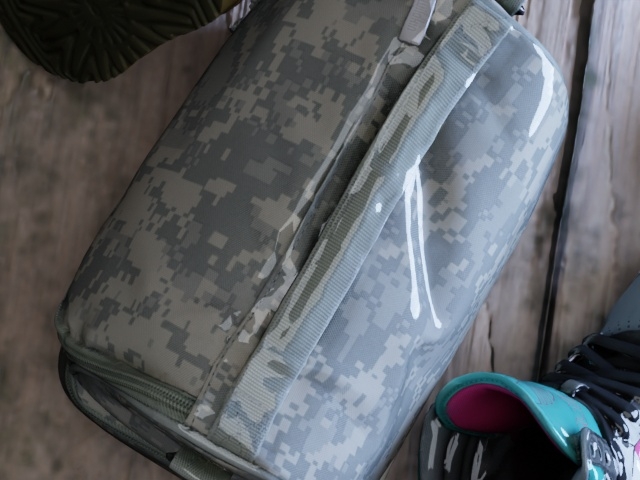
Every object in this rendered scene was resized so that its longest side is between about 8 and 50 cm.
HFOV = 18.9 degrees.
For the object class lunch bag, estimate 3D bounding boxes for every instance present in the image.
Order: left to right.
[{"bbox_3d":[0.000,0.000,1.059,0.212,0.256,0.305,32,80,-6],"label":"lunch bag"}]

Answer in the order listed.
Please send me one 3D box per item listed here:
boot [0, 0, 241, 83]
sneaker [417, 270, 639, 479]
[{"bbox_3d":[-0.037,-0.199,1.132,0.269,0.236,0.089,-41,116,-35],"label":"boot"},{"bbox_3d":[0.150,0.102,1.125,0.178,0.124,0.295,43,63,-44],"label":"sneaker"}]
